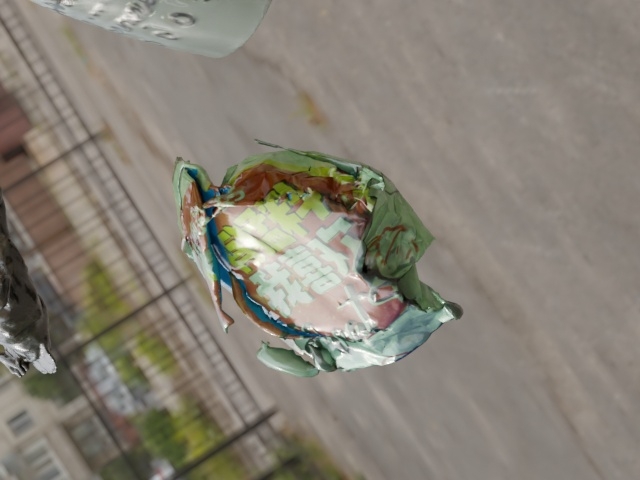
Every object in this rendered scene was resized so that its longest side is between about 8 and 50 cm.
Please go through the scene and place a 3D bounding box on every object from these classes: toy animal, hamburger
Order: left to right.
[{"bbox_3d":[-0.296,0.052,1.505,0.148,0.084,0.233,52,162,13],"label":"toy animal"},{"bbox_3d":[0.000,0.001,1.548,0.276,0.260,0.150,56,-144,-32],"label":"hamburger"}]

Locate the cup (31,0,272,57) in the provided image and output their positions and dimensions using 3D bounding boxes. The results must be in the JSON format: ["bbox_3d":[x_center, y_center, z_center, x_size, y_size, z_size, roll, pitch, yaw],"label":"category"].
[{"bbox_3d":[-0.146,-0.272,1.251,0.258,0.234,0.186,-27,60,52],"label":"cup"}]
